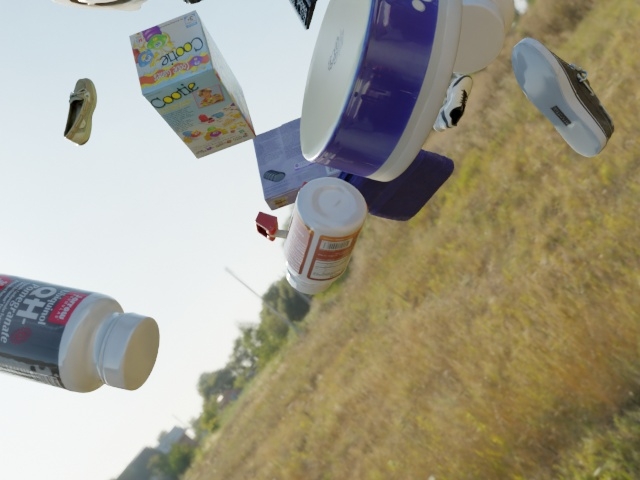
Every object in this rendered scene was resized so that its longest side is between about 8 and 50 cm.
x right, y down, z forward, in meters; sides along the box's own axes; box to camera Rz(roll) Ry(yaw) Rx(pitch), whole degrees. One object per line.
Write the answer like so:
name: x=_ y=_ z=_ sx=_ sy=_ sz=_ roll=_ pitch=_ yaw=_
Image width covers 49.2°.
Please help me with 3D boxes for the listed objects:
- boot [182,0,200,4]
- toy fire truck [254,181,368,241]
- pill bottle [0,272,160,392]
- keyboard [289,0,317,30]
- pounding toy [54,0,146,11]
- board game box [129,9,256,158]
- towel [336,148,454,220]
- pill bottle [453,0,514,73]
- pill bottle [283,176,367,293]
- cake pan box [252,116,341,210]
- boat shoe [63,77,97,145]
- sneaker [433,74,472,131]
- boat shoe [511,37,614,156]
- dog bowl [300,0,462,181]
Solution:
boot: x=-0.444 y=-0.807 z=2.063 sx=0.348 sy=0.131 sz=0.260 roll=-40 pitch=-31 yaw=-23
toy fire truck: x=-0.016 y=-0.043 z=1.365 sx=0.047 sy=0.192 sz=0.135 roll=89 pitch=-156 yaw=-61
pill bottle: x=-0.455 y=0.168 z=1.231 sx=0.176 sy=0.318 sz=0.177 roll=10 pitch=-90 yaw=-77
keyboard: x=-0.059 y=-0.496 z=1.335 sx=0.038 sy=0.192 sz=0.100 roll=-9 pitch=-35 yaw=-25
pounding toy: x=-0.376 y=-0.484 z=1.191 sx=0.269 sy=0.154 sz=0.155 roll=4 pitch=94 yaw=61
board game box: x=-0.249 y=-0.302 z=1.406 sx=0.144 sy=0.142 sz=0.275 roll=-19 pitch=-21 yaw=5
towel: x=0.181 y=-0.159 z=1.782 sx=0.308 sy=0.076 sz=0.228 roll=10 pitch=-51 yaw=-45
pill bottle: x=0.224 y=-0.382 z=1.103 sx=0.152 sy=0.152 sz=0.272 roll=-53 pitch=18 yaw=42
pill bottle: x=0.000 y=0.000 z=1.227 sx=0.121 sy=0.121 sz=0.216 roll=-50 pitch=-12 yaw=-36
cake pan box: x=-0.047 y=-0.233 z=1.949 sx=0.266 sy=0.246 sz=0.070 roll=-21 pitch=-33 yaw=6
boat shoe: x=-0.506 y=-0.275 z=1.460 sx=0.048 sy=0.056 sz=0.153 roll=26 pitch=-117 yaw=-55
sneaker: x=0.226 y=-0.223 z=1.142 sx=0.043 sy=0.040 sz=0.109 roll=6 pitch=65 yaw=58
boat shoe: x=0.544 y=-0.331 z=1.540 sx=0.105 sy=0.306 sz=0.113 roll=-46 pitch=8 yaw=-23
dog bowl: x=0.063 y=-0.211 z=0.845 sx=0.265 sy=0.104 sz=0.265 roll=-167 pitch=90 yaw=-75
